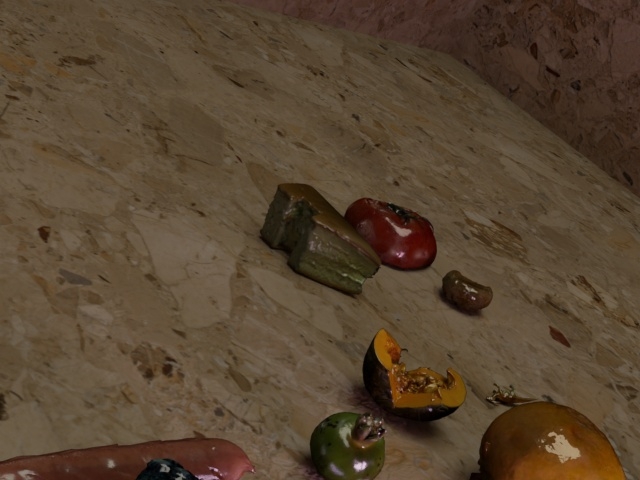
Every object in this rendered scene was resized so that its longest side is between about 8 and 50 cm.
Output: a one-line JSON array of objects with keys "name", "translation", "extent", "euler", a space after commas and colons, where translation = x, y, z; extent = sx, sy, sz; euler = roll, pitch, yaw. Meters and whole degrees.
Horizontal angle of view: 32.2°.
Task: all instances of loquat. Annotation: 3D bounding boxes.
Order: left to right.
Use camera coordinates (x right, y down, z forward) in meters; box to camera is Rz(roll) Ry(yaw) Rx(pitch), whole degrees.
[{"name": "loquat", "translation": [0.359, 0.355, 1.729], "extent": [0.238, 0.193, 0.238], "euler": [9, 37, -7]}]

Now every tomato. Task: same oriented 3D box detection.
[{"name": "tomato", "translation": [0.164, -0.031, 2.456], "extent": [0.228, 0.101, 0.228], "euler": [21, 21, -9]}]

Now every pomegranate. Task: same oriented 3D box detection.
[{"name": "pomegranate", "translation": [0.049, 0.294, 1.603], "extent": [0.114, 0.142, 0.114], "euler": [17, 49, -21]}]

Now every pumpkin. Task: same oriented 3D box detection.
[{"name": "pumpkin", "translation": [0.142, 0.241, 1.852], "extent": [0.183, 0.108, 0.119], "euler": [33, 30, -5]}]

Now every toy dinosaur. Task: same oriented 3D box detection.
[{"name": "toy dinosaur", "translation": [0.355, 0.289, 2.077], "extent": [0.113, 0.026, 0.041], "euler": [3, 39, -27]}]

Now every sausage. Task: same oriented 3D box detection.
[{"name": "sausage", "translation": [-0.254, 0.290, 1.356], "extent": [0.433, 0.088, 0.088], "euler": [4, 32, -43]}]

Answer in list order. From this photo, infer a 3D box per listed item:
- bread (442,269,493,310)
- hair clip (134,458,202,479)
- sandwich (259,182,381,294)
[{"name": "bread", "translation": [0.306, 0.112, 2.354], "extent": [0.113, 0.060, 0.082], "euler": [30, 23, 11]}, {"name": "hair clip", "translation": [-0.087, 0.377, 1.260], "extent": [0.310, 0.194, 0.206], "euler": [19, 12, -13]}, {"name": "sandwich", "translation": [0.000, 0.000, 2.183], "extent": [0.235, 0.122, 0.128], "euler": [42, 26, 31]}]
